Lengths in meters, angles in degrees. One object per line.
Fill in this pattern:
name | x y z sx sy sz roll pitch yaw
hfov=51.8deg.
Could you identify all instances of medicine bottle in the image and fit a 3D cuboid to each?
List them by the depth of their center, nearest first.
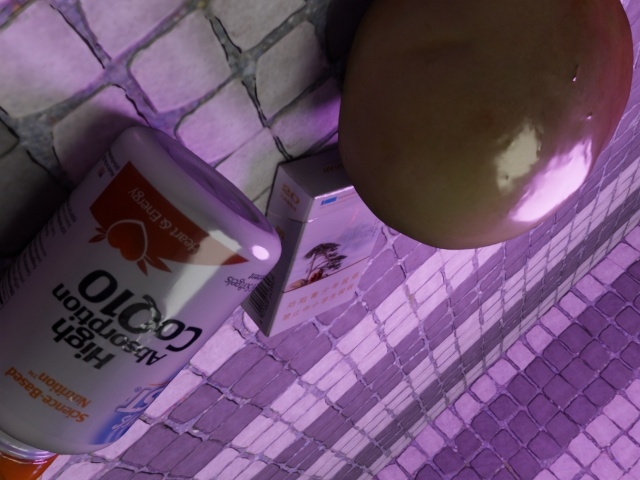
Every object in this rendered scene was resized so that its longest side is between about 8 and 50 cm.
medicine bottle | -0.177 0.061 0.530 0.288 0.157 0.157 -49 152 6

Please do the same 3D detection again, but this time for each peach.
peach | 0.156 -0.133 0.620 0.292 0.247 0.292 -30 158 -14

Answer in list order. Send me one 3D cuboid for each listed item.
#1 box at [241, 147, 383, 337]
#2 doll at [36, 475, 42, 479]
box | 0.000 -0.001 0.788 0.149 0.067 0.233 -23 146 -39
doll | -0.343 0.269 0.661 0.179 0.089 0.102 -54 160 14
